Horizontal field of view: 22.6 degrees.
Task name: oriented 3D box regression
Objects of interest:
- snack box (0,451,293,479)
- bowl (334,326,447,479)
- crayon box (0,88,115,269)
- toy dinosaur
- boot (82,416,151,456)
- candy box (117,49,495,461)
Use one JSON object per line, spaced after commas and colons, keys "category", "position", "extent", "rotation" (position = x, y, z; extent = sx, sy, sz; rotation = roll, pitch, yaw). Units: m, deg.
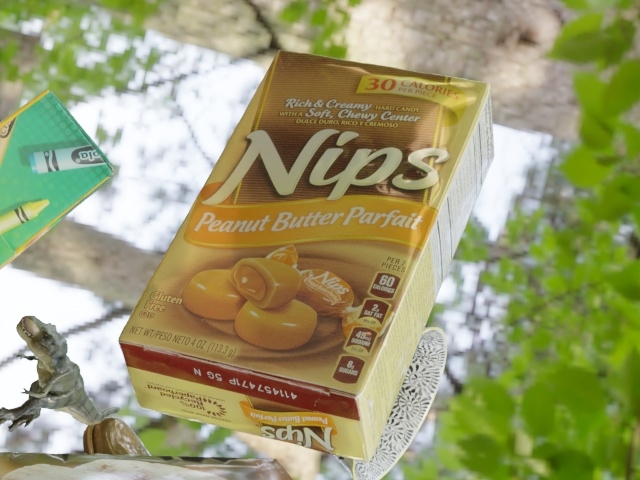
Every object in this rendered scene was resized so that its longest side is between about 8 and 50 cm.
{"category": "snack box", "position": [-0.085, 0.116, 0.686], "extent": [0.064, 0.178, 0.022], "rotation": [43, -59, 54]}
{"category": "bowl", "position": [0.046, 0.144, 1.544], "extent": [0.080, 0.170, 0.170], "rotation": [26, -74, 22]}
{"category": "crayon box", "position": [-0.291, 0.021, 1.111], "extent": [0.278, 0.081, 0.165], "rotation": [-43, -171, -33]}
{"category": "toy dinosaur", "position": [-0.313, 0.177, 1.821], "extent": [0.064, 0.118, 0.268], "rotation": [62, -4, 29]}
{"category": "boot", "position": [-0.173, 0.312, 1.882], "extent": [0.115, 0.112, 0.305], "rotation": [-48, -120, 22]}
{"category": "candy box", "position": [0.000, 0.000, 1.197], "extent": [0.087, 0.183, 0.316], "rotation": [81, 27, -48]}
